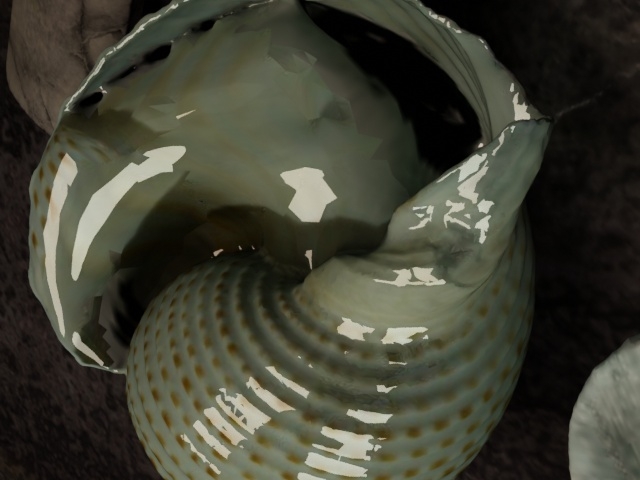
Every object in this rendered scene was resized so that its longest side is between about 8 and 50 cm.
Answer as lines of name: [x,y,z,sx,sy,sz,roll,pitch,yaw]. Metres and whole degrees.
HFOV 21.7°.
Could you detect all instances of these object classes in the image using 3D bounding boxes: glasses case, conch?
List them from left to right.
glasses case: [-0.157,-0.201,1.143,0.114,0.060,0.299,41,137,27]
conch: [0.003,0.000,0.959,0.319,0.215,0.303,-42,82,19]

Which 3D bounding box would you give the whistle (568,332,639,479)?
whistle: [0.221,0.141,0.821,0.188,0.168,0.405,48,144,21]
